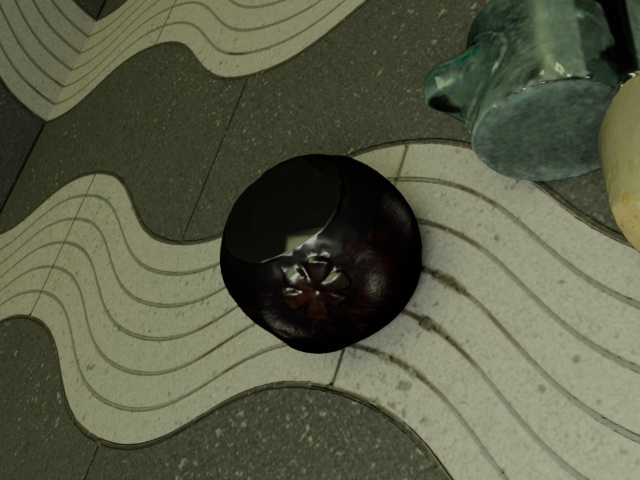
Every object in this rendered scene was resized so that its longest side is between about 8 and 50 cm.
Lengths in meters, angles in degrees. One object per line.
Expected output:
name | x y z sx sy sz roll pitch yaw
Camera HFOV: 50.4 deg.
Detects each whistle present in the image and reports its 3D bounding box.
whistle | 0.329 -0.210 0.775 0.405 0.188 0.168 -19 53 34

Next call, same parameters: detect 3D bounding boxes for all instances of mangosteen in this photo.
mangosteen | -0.002 -0.001 0.921 0.288 0.233 0.287 -20 50 26

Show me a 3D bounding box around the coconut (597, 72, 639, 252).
coconut | 0.357 -0.058 0.616 0.197 0.237 0.236 113 171 -67
